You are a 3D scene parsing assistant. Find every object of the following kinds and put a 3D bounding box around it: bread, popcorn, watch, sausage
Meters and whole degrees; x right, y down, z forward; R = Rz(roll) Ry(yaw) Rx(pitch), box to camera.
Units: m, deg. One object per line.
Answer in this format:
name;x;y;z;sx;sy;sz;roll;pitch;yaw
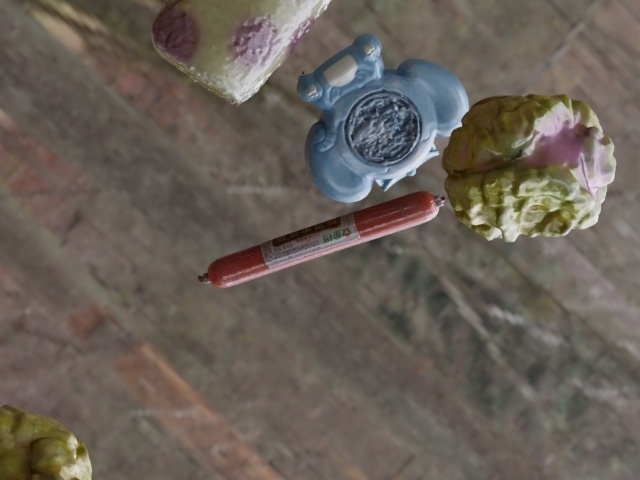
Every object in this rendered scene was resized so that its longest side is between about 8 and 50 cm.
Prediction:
bread;-0.048;-0.320;1.840;0.338;0.155;0.187;-56;-177;2
popcorn;-0.318;0.286;1.645;0.212;0.259;0.259;-19;-173;-7
watch;0.060;-0.158;1.971;0.211;0.211;0.193;-46;-168;5
popcorn;0.168;-0.060;1.331;0.145;0.126;0.126;-28;-157;-22
sausage;0.000;0.000;1.546;0.253;0.034;0.034;-19;-164;10
